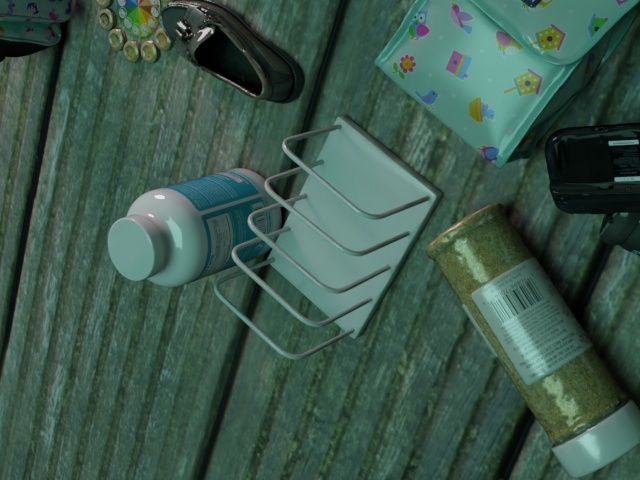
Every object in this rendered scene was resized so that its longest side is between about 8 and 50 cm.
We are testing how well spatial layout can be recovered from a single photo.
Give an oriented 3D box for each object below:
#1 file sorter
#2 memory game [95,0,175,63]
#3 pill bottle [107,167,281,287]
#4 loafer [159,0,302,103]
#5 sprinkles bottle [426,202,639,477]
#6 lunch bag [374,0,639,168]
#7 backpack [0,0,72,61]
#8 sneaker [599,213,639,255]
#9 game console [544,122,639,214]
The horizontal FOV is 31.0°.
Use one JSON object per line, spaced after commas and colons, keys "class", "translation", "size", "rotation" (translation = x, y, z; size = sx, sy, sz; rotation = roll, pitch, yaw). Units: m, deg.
{"class": "file sorter", "translation": [0.000, 0.000, 1.634], "size": [0.193, 0.173, 0.277], "rotation": [41, 123, 21]}
{"class": "memory game", "translation": [-0.295, -0.375, 1.852], "size": [0.186, 0.012, 0.186], "rotation": [11, 109, 35]}
{"class": "pill bottle", "translation": [-0.189, -0.017, 1.712], "size": [0.146, 0.264, 0.146], "rotation": [11, 109, 35]}
{"class": "loafer", "translation": [-0.148, -0.287, 1.716], "size": [0.267, 0.084, 0.096], "rotation": [33, 120, 23]}
{"class": "sprinkles bottle", "translation": [0.279, 0.126, 1.492], "size": [0.121, 0.121, 0.355], "rotation": [-39, 78, 38]}
{"class": "lunch bag", "translation": [0.231, -0.255, 1.396], "size": [0.223, 0.160, 0.262], "rotation": [44, 120, 15]}
{"class": "backpack", "translation": [-0.533, -0.441, 1.881], "size": [0.191, 0.225, 0.253], "rotation": [-14, 84, 36]}
{"class": "sneaker", "translation": [0.438, -0.085, 1.345], "size": [0.106, 0.101, 0.267], "rotation": [32, 124, 3]}
{"class": "game console", "translation": [0.414, -0.096, 1.256], "size": [0.361, 0.044, 0.213], "rotation": [-1, 104, 35]}
